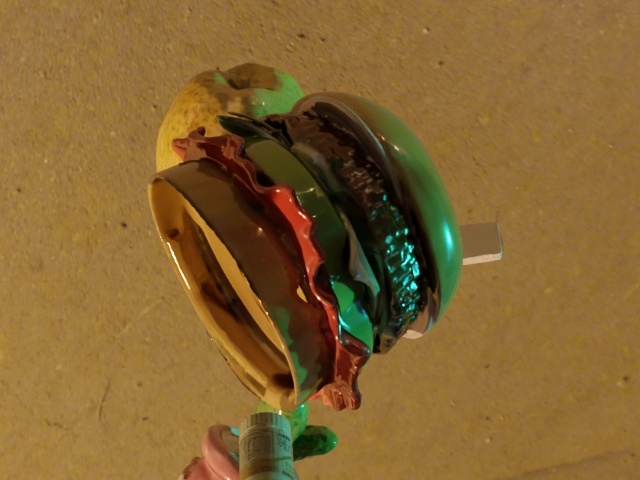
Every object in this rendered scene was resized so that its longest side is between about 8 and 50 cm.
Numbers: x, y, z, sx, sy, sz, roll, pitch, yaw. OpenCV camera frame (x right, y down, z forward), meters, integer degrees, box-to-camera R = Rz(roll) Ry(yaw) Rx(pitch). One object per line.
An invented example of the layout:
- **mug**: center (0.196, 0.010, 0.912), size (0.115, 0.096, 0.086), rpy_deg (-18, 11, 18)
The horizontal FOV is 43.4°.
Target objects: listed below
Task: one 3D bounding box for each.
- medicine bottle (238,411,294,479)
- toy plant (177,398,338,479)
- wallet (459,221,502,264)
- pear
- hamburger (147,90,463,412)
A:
- **medicine bottle**: center (-0.046, 0.192, 0.682), size (0.047, 0.083, 0.047), rpy_deg (-3, 129, -4)
- **toy plant**: center (-0.116, 0.401, 1.483), size (0.210, 0.317, 0.356), rpy_deg (37, 94, 0)
- **wallet**: center (0.106, 0.004, 0.662), size (0.083, 0.044, 0.011), rpy_deg (-7, 132, 11)
- **pear**: center (-0.111, -0.124, 1.176), size (0.271, 0.271, 0.271), rpy_deg (-8, 120, -14)
- **hamburger**: center (-0.002, -0.002, 0.437), size (0.137, 0.175, 0.175), rpy_deg (-30, 125, -23)
